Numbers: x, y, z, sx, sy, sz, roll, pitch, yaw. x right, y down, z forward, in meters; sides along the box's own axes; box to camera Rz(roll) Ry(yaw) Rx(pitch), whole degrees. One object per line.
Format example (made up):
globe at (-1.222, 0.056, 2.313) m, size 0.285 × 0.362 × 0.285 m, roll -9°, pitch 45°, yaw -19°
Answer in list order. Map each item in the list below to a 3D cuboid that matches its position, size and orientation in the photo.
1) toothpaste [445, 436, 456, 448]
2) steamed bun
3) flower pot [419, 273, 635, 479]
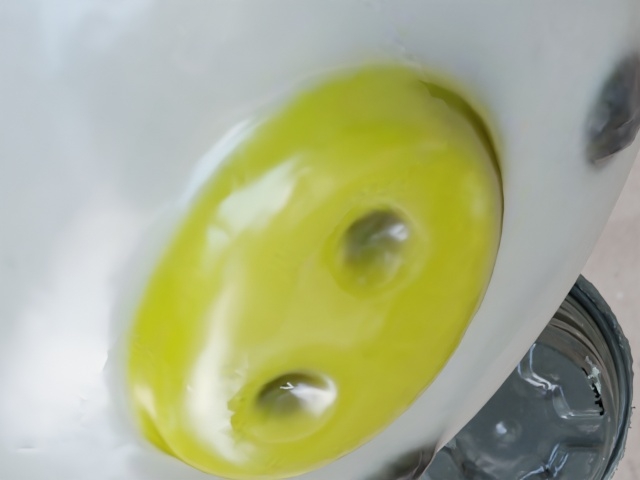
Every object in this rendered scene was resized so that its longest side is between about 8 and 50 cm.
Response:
toothpaste at (0.000, 0.000, 1.074) m, size 0.048 × 0.075 × 0.297 m, roll -39°, pitch 57°, yaw 14°
steamed bun at (-0.046, -0.066, 0.597) m, size 0.334 × 0.334 × 0.374 m, roll 33°, pitch 112°, yaw 5°
flower pot at (0.120, 0.119, 1.228) m, size 0.235 × 0.140 × 0.235 m, roll -1°, pitch 97°, yaw -6°
